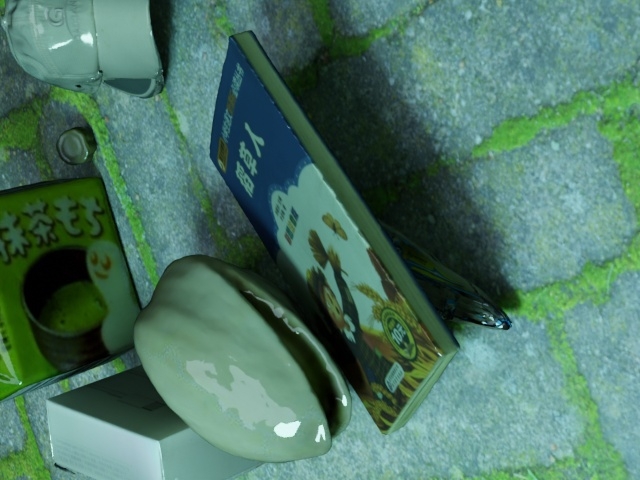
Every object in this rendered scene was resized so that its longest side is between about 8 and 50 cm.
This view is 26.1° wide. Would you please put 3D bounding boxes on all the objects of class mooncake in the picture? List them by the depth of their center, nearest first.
[{"bbox_3d":[-0.459,-0.145,2.081,0.347,0.057,0.150,29,111,40],"label":"mooncake"}]

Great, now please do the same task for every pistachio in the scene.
[{"bbox_3d":[-0.088,0.147,1.675,0.332,0.207,0.226,41,135,31],"label":"pistachio"}]

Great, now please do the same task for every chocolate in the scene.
[{"bbox_3d":[-0.400,0.061,1.921,0.137,0.301,0.289,-16,92,34],"label":"chocolate"}]

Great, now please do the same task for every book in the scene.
[{"bbox_3d":[0.000,0.000,1.580,0.428,0.039,0.300,57,160,16],"label":"book"}]

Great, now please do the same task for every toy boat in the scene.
[{"bbox_3d":[0.126,0.051,1.527,0.210,0.066,0.084,29,144,33],"label":"toy boat"}]

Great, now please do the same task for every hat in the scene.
[{"bbox_3d":[-0.304,-0.286,1.798,0.275,0.161,0.232,11,115,41],"label":"hat"}]

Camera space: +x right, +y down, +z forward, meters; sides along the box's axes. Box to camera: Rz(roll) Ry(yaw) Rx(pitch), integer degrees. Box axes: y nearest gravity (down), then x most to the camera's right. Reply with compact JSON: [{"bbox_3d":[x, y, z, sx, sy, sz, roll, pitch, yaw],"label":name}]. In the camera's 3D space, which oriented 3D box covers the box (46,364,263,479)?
[{"bbox_3d":[-0.212,0.253,1.847,0.251,0.203,0.106,12,110,44],"label":"box"}]
